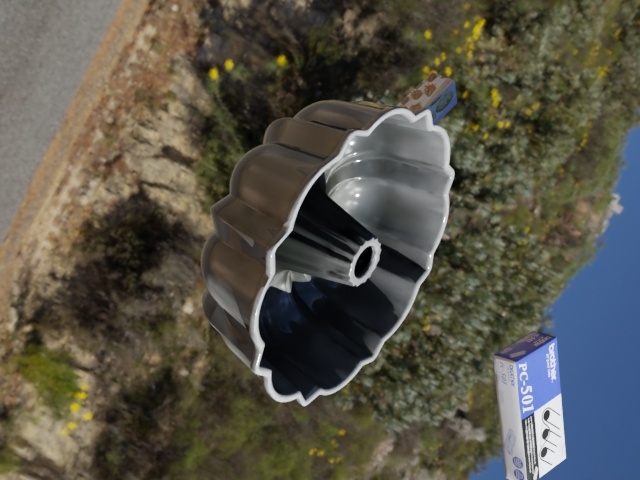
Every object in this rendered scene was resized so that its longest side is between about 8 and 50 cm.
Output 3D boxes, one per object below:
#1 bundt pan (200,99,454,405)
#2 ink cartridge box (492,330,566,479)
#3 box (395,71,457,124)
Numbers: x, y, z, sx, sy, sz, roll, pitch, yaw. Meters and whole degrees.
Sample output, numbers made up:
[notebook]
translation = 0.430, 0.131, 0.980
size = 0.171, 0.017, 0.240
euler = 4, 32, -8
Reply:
[bundt pan]
translation = 0.000, 0.000, 0.817
size = 0.331, 0.124, 0.331
euler = -36, 140, -38
[ink cartridge box]
translation = 0.312, 0.249, 1.150
size = 0.097, 0.207, 0.046
euler = -22, -160, -34
[box]
translation = 0.152, -0.214, 1.569
size = 0.324, 0.063, 0.067
euler = -43, 143, -18
